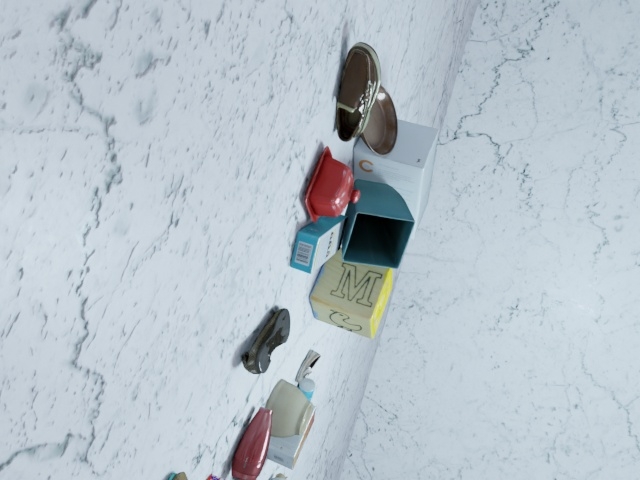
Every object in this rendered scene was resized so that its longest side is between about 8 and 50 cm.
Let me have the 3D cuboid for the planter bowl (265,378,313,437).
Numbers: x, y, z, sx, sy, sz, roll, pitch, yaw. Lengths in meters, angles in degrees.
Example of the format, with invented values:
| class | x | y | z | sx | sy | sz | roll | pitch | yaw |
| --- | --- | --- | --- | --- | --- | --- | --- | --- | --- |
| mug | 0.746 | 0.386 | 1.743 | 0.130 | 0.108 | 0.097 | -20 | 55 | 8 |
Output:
| class | x | y | z | sx | sy | sz | roll | pitch | yaw |
| --- | --- | --- | --- | --- | --- | --- | --- | --- | --- |
| planter bowl | -0.088 | 0.490 | 1.851 | 0.162 | 0.109 | 0.162 | 18 | 90 | -75 |

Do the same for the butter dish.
| class | x | y | z | sx | sy | sz | roll | pitch | yaw |
| --- | --- | --- | --- | --- | --- | --- | --- | --- | --- |
| butter dish | 0.040 | -0.123 | 1.594 | 0.160 | 0.118 | 0.160 | 66 | 44 | -68 |

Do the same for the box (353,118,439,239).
| class | x | y | z | sx | sy | sz | roll | pitch | yaw |
| --- | --- | --- | --- | --- | --- | --- | --- | --- | --- |
| box | 0.226 | -0.193 | 2.018 | 0.345 | 0.214 | 0.168 | 87 | 24 | -54 |

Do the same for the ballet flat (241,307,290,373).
| class | x | y | z | sx | sy | sz | roll | pitch | yaw |
| --- | --- | --- | --- | --- | --- | --- | --- | --- | --- |
| ballet flat | -0.126 | 0.235 | 1.540 | 0.250 | 0.058 | 0.084 | -58 | 138 | -61 |

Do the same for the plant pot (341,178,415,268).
| class | x | y | z | sx | sy | sz | roll | pitch | yaw |
| --- | --- | --- | --- | --- | --- | --- | --- | --- | --- |
| plant pot | 0.150 | -0.065 | 1.844 | 0.234 | 0.165 | 0.166 | -95 | -163 | -54 |

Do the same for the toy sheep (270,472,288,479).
| class | x | y | z | sx | sy | sz | roll | pitch | yaw |
| --- | --- | --- | --- | --- | --- | --- | --- | --- | --- |
| toy sheep | -0.137 | 0.812 | 2.090 | 0.091 | 0.091 | 0.132 | 90 | 4 | -49 |

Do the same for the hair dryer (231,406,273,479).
| class | x | y | z | sx | sy | sz | roll | pitch | yaw |
| --- | --- | --- | --- | --- | --- | --- | --- | --- | --- |
| hair dryer | -0.186 | 0.566 | 1.700 | 0.224 | 0.080 | 0.294 | -79 | -172 | -73 |

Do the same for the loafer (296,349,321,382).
| class | x | y | z | sx | sy | sz | roll | pitch | yaw |
| --- | --- | --- | --- | --- | --- | --- | --- | --- | --- |
| loafer | -0.037 | 0.402 | 2.071 | 0.045 | 0.039 | 0.125 | 93 | 20 | -46 |

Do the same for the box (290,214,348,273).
| class | x | y | z | sx | sy | sz | roll | pitch | yaw |
| --- | --- | --- | --- | --- | --- | --- | --- | --- | --- |
| box | 0.000 | 0.000 | 1.702 | 0.244 | 0.060 | 0.101 | -37 | 143 | -66 |

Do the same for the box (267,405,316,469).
| class | x | y | z | sx | sy | sz | roll | pitch | yaw |
| --- | --- | --- | --- | --- | --- | --- | --- | --- | --- |
| box | -0.088 | 0.581 | 1.968 | 0.130 | 0.090 | 0.171 | 94 | 19 | -56 |

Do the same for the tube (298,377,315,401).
| class | x | y | z | sx | sy | sz | roll | pitch | yaw |
| --- | --- | --- | --- | --- | --- | --- | --- | --- | --- |
| tube | -0.055 | 0.535 | 2.155 | 0.080 | 0.052 | 0.207 | -51 | 160 | -44 |

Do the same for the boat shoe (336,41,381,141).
| class | x | y | z | sx | sy | sz | roll | pitch | yaw |
| --- | --- | --- | --- | --- | --- | --- | --- | --- | --- |
| boat shoe | 0.084 | -0.343 | 1.560 | 0.095 | 0.095 | 0.258 | -54 | 158 | -36 |

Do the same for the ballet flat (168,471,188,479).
| class | x | y | z | sx | sy | sz | roll | pitch | yaw |
| --- | --- | --- | --- | --- | --- | --- | --- | --- | --- |
| ballet flat | -0.290 | 0.618 | 1.214 | 0.116 | 0.124 | 0.343 | 78 | 32 | -63 |

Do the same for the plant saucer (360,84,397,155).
| class | x | y | z | sx | sy | sz | roll | pitch | yaw |
| --- | --- | --- | --- | --- | --- | --- | --- | --- | --- |
| plant saucer | 0.151 | -0.333 | 1.808 | 0.198 | 0.036 | 0.199 | 3 | 86 | -54 |

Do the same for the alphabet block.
| class | x | y | z | sx | sy | sz | roll | pitch | yaw |
| --- | --- | --- | --- | --- | --- | --- | --- | --- | --- |
| alphabet block | 0.098 | 0.157 | 1.977 | 0.192 | 0.197 | 0.194 | 75 | 35 | -63 |

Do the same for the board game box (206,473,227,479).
| class | x | y | z | sx | sy | sz | roll | pitch | yaw |
| --- | --- | --- | --- | --- | --- | --- | --- | --- | --- |
| board game box | -0.206 | 0.649 | 1.516 | 0.045 | 0.146 | 0.194 | -50 | 153 | -57 |
